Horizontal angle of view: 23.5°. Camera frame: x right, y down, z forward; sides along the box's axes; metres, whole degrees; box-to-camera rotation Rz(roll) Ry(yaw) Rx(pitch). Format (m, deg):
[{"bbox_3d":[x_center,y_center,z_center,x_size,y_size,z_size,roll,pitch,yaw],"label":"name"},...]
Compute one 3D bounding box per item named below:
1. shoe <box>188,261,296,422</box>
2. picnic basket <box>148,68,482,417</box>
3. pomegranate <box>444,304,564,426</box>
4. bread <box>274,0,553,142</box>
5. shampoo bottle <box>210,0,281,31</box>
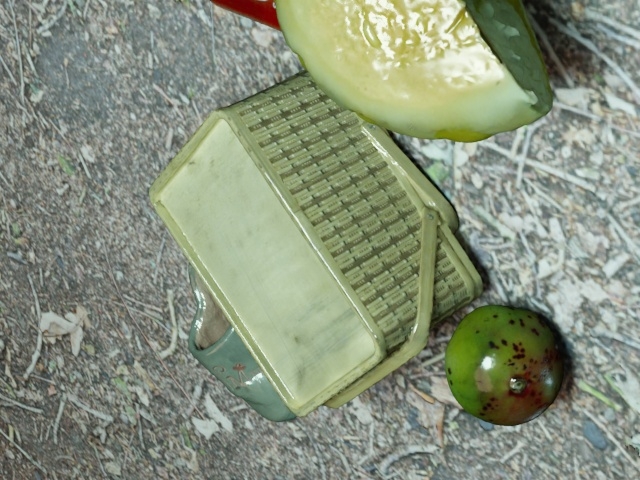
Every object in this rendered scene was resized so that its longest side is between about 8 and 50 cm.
[{"bbox_3d":[-0.105,0.122,1.879,0.103,0.100,0.251,-10,107,50],"label":"shoe"},{"bbox_3d":[0.000,0.000,1.611,0.313,0.175,0.228,56,144,6],"label":"picnic basket"},{"bbox_3d":[0.186,0.122,1.549,0.130,0.130,0.130,28,136,32],"label":"pomegranate"},{"bbox_3d":[0.098,-0.253,1.279,0.333,0.160,0.333,8,109,24],"label":"bread"},{"bbox_3d":[-0.023,-0.254,1.477,0.314,0.076,0.118,24,129,23],"label":"shampoo bottle"}]
